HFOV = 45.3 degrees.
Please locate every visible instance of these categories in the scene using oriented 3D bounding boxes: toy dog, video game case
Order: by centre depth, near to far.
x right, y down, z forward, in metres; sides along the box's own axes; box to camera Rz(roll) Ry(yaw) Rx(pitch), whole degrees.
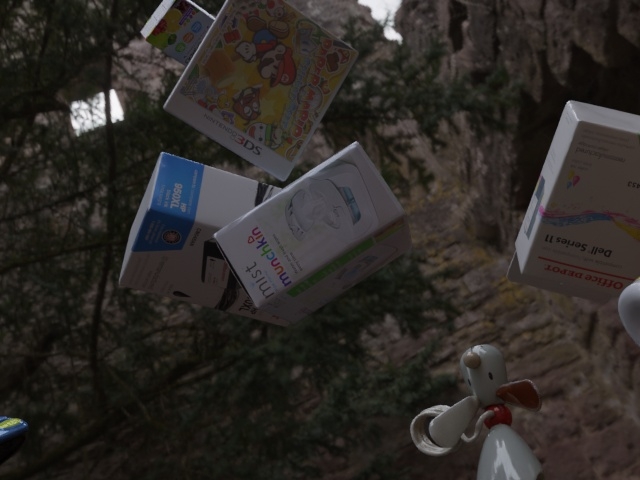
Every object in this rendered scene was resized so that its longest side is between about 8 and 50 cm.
[{"bbox_3d":[-0.083,-0.235,1.122,0.206,0.026,0.226,31,-93,-17],"label":"video game case"},{"bbox_3d":[0.250,0.303,1.124,0.220,0.333,0.161,-42,-43,8],"label":"toy dog"}]

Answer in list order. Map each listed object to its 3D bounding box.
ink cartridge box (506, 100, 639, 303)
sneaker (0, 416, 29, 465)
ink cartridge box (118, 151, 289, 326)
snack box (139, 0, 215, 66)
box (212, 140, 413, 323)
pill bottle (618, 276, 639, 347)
[{"bbox_3d":[0.459,-0.032,1.282,0.207,0.119,0.353,13,-62,2],"label":"ink cartridge box"},{"bbox_3d":[-0.290,0.204,0.563,0.188,0.067,0.078,-53,-49,-41],"label":"sneaker"},{"bbox_3d":[-0.197,0.010,1.647,0.395,0.166,0.285,16,-41,-17],"label":"ink cartridge box"},{"bbox_3d":[-0.237,-0.371,1.380,0.100,0.037,0.141,-48,-41,14],"label":"snack box"},{"bbox_3d":[0.000,0.000,1.101,0.231,0.126,0.262,-33,-13,1],"label":"box"},{"bbox_3d":[0.408,0.043,0.793,0.184,0.103,0.103,-33,-40,-17],"label":"pill bottle"}]
